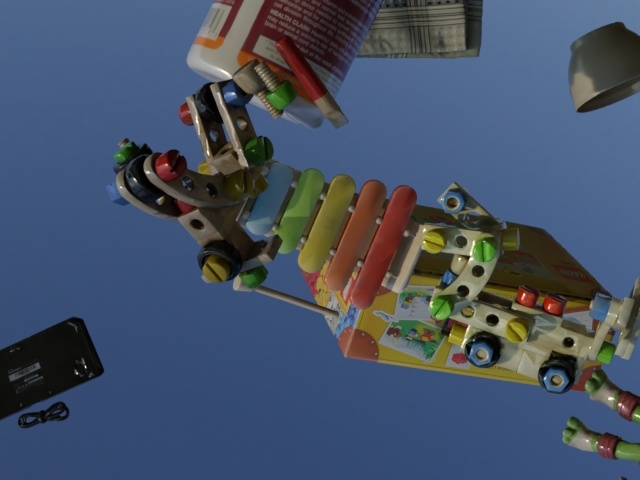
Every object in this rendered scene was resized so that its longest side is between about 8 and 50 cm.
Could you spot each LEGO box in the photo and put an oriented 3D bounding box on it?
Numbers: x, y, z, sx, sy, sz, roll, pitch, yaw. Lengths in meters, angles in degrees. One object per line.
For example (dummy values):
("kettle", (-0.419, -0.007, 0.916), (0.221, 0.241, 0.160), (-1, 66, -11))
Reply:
("LEGO box", (0.257, 0.090, 2.354), (0.500, 0.193, 0.372), (10, -159, -18))

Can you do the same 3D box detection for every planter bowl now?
("planter bowl", (0.479, -0.294, 2.047), (0.162, 0.162, 0.109), (-15, -101, -43))

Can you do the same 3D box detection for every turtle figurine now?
("turtle figurine", (0.512, 0.311, 1.945), (0.274, 0.198, 0.266), (-16, -151, -43))

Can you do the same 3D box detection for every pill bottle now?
("pill bottle", (-0.015, -0.382, 1.795), (0.224, 0.392, 0.224), (27, -179, 0))

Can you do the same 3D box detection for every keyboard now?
("keyboard", (-0.343, 0.172, 1.470), (0.108, 0.180, 0.023), (68, -167, 9))

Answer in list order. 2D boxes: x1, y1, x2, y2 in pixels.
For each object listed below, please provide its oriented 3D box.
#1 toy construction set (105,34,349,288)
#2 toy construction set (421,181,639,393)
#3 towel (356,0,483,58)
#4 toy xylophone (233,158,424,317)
("toy construction set", (-0.098, -0.084, 1.613), (0.237, 0.309, 0.257), (52, -165, -16))
("toy construction set", (0.275, 0.076, 1.587), (0.327, 0.215, 0.151), (23, -161, 23))
("towel", (0.160, -0.495, 2.300), (0.324, 0.312, 0.056), (-4, -170, -14))
("toy xylophone", (0.000, 0.000, 1.900), (0.322, 0.236, 0.081), (14, -174, -20))
